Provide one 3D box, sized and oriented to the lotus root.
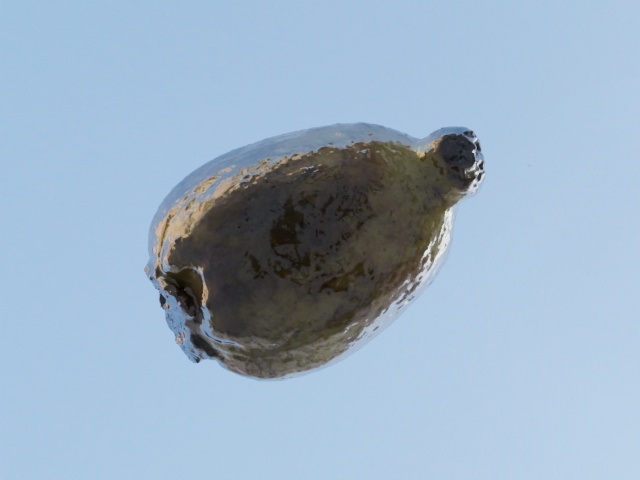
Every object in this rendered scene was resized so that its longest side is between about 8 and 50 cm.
[{"bbox_3d":[0.000,0.000,0.835,0.214,0.138,0.138,-24,-91,8],"label":"lotus root"}]
